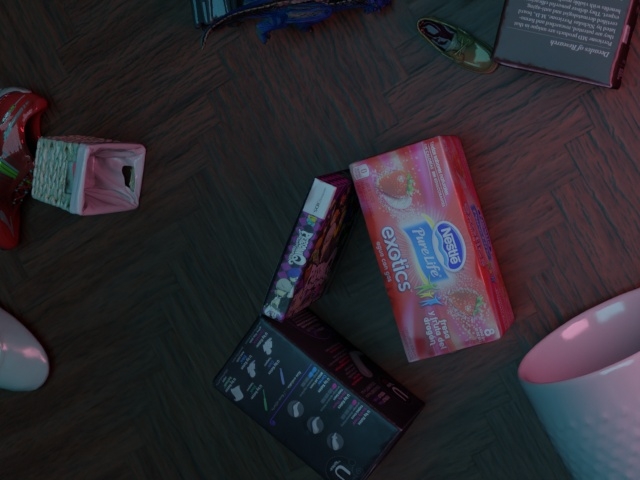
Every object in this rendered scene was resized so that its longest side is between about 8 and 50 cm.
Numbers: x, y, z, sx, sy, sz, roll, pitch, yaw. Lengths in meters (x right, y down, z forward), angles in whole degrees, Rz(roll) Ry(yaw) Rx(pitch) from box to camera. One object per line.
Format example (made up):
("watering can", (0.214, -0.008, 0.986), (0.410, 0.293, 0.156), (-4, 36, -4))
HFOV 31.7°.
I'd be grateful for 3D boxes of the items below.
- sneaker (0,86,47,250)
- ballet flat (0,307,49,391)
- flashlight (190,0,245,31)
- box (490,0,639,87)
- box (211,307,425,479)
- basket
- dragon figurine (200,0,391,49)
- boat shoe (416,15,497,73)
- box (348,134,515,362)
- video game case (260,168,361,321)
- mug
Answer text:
("sneaker", (-0.506, -0.114, 1.875), (0.118, 0.107, 0.279), (8, 101, 8))
("ballet flat", (-0.647, 0.134, 1.933), (0.400, 0.139, 0.139), (38, 106, 10))
("flashlight", (-0.168, -0.481, 1.718), (0.103, 0.103, 0.304), (-7, 93, 16))
("box", (0.345, -0.321, 1.529), (0.167, 0.168, 0.203), (15, 101, 16))
("box", (-0.001, 0.233, 1.710), (0.270, 0.165, 0.143), (38, 106, 11))
("basket", (-0.370, -0.108, 1.797), (0.103, 0.167, 0.113), (13, 100, 23))
("dragon figurine", (-0.037, -0.347, 1.638), (0.144, 0.289, 0.085), (-15, 89, 57))
("boat shoe", (0.196, -0.285, 1.648), (0.135, 0.045, 0.050), (30, 105, 13))
("box", (0.166, 0.008, 1.637), (0.142, 0.154, 0.300), (-17, 89, 18))
("video game case", (0.000, 0.000, 1.649), (0.042, 0.232, 0.210), (24, 103, 12))
("mug", (0.500, 0.236, 1.512), (0.374, 0.276, 0.328), (-30, 97, -11))
